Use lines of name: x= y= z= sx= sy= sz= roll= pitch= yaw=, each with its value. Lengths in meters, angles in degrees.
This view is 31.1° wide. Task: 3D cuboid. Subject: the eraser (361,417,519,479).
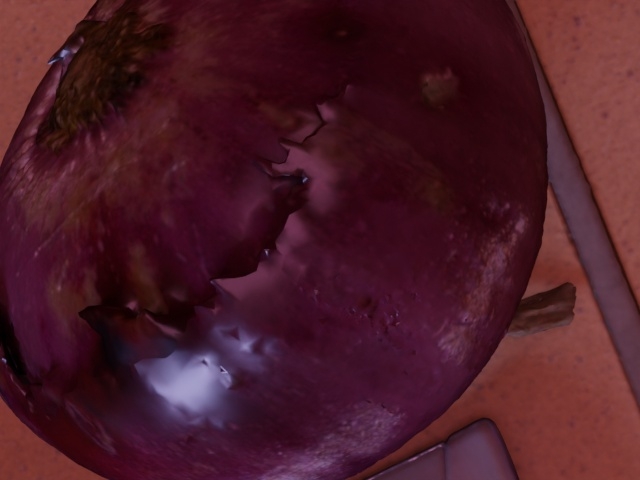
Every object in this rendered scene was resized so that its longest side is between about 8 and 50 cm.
eraser: x=0.067 y=0.262 z=0.724 sx=0.204 sy=0.059 sz=0.243 roll=-25 pitch=64 yaw=3

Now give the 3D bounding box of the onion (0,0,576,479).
onion: x=-0.033 y=-0.008 z=0.670 sx=0.358 sy=0.358 sz=0.345 roll=-22 pitch=124 yaw=4
